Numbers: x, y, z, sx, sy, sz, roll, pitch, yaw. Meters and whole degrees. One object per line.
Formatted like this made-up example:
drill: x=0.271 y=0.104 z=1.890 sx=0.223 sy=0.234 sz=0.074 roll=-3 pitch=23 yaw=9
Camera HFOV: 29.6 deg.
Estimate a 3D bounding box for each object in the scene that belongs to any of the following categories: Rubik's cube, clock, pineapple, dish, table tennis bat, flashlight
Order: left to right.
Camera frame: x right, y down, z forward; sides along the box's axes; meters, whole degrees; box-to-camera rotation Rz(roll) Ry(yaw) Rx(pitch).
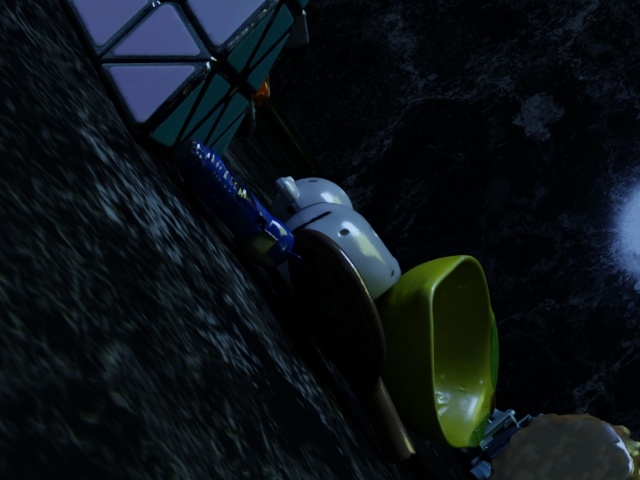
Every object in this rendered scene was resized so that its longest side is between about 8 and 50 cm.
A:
Rubik's cube: x=-0.123 y=-0.121 z=0.784 sx=0.190 sy=0.211 sz=0.178 roll=24 pitch=32 yaw=-6
flashlight: x=-0.055 y=-0.017 z=0.789 sx=0.057 sy=0.035 sz=0.121 roll=21 pitch=-22 yaw=51
clock: x=-0.001 y=0.000 z=0.949 sx=0.117 sy=0.080 sz=0.176 roll=54 pitch=4 yaw=-2
table tennis bat: x=0.063 y=0.051 z=0.838 sx=0.170 sy=0.119 sz=0.107 roll=67 pitch=-23 yaw=-5
dish: x=0.083 y=0.089 z=0.971 sx=0.207 sy=0.080 sz=0.148 roll=61 pitch=41 yaw=-51
pineapple: x=0.268 y=0.305 z=1.215 sx=0.169 sy=0.169 sz=0.340 roll=59 pitch=-3 yaw=41

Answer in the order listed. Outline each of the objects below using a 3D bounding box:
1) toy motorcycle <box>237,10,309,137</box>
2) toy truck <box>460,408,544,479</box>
toy motorcycle: x=-0.111 y=-0.217 z=1.021 sx=0.325 sy=0.148 sz=0.221 roll=-134 pitch=-150 yaw=-62
toy truck: x=0.255 y=0.299 z=1.433 sx=0.256 sy=0.108 sz=0.140 roll=52 pitch=-9 yaw=-5
